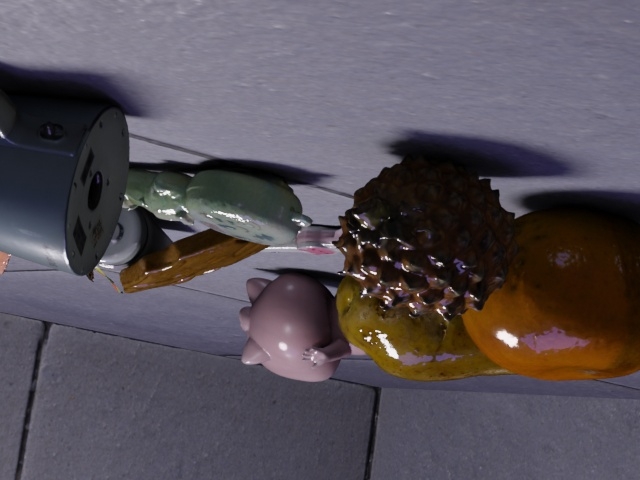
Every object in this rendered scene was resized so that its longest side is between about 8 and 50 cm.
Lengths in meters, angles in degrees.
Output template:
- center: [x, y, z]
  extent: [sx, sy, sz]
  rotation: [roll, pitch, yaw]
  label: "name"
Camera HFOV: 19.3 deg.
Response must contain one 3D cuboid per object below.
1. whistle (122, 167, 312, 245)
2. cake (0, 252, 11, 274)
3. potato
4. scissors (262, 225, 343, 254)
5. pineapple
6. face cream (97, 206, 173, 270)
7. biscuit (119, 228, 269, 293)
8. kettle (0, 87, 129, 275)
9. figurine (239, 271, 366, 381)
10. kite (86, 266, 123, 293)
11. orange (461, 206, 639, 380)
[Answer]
- center: [-0.123, -0.045, 2.013]
  extent: [0.258, 0.067, 0.126]
  rotation: [8, 166, 25]
  label: "whistle"
- center: [-0.435, -0.039, 2.412]
  extent: [0.109, 0.090, 0.225]
  rotation: [12, 152, -14]
  label: "cake"
- center: [0.202, 0.113, 2.484]
  extent: [0.369, 0.176, 0.195]
  rotation: [5, 145, -6]
  label: "potato"
- center: [0.000, 0.000, 2.301]
  extent: [0.242, 0.030, 0.118]
  rotation: [1, 169, 24]
  label: "scissors"
- center: [0.089, -0.005, 1.777]
  extent: [0.166, 0.166, 0.193]
  rotation: [1, 166, 38]
  label: "pineapple"
- center: [-0.245, -0.003, 2.335]
  extent: [0.143, 0.089, 0.314]
  rotation: [19, 176, 2]
  label: "face cream"
- center: [-0.149, 0.025, 2.251]
  extent: [0.215, 0.034, 0.182]
  rotation: [-23, 171, 28]
  label: "biscuit"
- center: [-0.319, -0.082, 1.725]
  extent: [0.243, 0.160, 0.210]
  rotation: [12, 154, 10]
  label: "kettle"
- center: [0.026, 0.135, 2.756]
  extent: [0.287, 0.176, 0.186]
  rotation: [-6, 146, -1]
  label: "figurine"
- center: [-0.303, 0.004, 2.291]
  extent: [0.183, 0.014, 0.241]
  rotation: [48, 180, -19]
  label: "kite"
- center: [0.260, 0.054, 1.958]
  extent: [0.240, 0.171, 0.240]
  rotation: [1, 168, 0]
  label: "orange"
